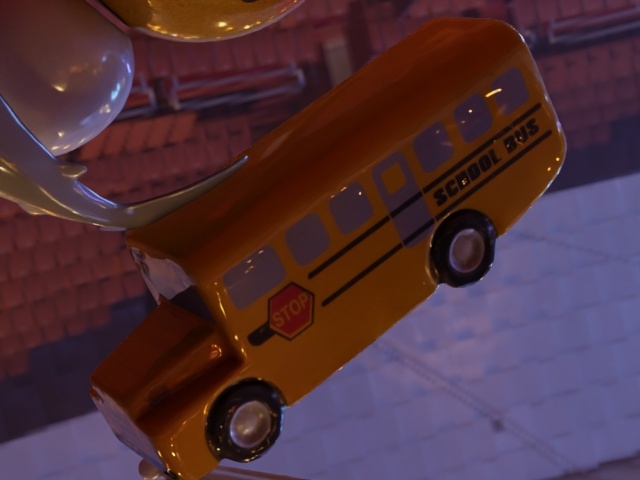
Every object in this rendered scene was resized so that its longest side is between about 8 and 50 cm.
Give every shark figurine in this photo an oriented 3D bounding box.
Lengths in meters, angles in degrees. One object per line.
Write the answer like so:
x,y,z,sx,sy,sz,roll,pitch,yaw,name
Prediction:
-0.170,-0.086,0.732,0.116,0.278,0.166,-46,-167,20,shark figurine

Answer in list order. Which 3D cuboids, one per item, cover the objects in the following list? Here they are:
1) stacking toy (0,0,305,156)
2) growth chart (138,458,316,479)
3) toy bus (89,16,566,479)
-0.064,-0.244,0.897,0.480,0.350,0.350,-51,-175,2,stacking toy
-0.069,0.231,0.878,0.172,0.021,0.237,16,-134,5,growth chart
0.000,0.000,0.886,0.332,0.130,0.108,-37,-153,-20,toy bus
